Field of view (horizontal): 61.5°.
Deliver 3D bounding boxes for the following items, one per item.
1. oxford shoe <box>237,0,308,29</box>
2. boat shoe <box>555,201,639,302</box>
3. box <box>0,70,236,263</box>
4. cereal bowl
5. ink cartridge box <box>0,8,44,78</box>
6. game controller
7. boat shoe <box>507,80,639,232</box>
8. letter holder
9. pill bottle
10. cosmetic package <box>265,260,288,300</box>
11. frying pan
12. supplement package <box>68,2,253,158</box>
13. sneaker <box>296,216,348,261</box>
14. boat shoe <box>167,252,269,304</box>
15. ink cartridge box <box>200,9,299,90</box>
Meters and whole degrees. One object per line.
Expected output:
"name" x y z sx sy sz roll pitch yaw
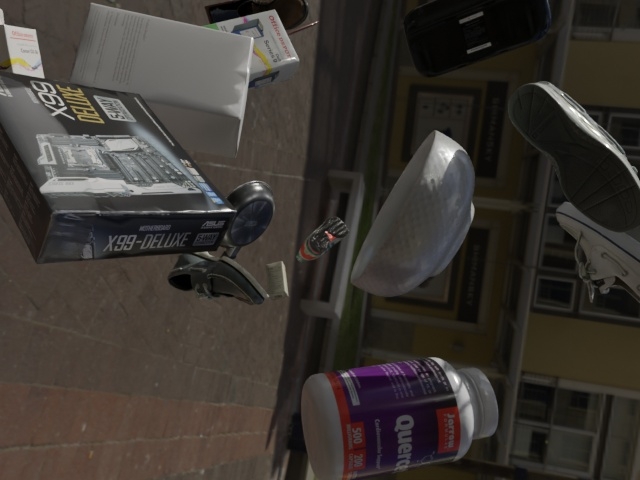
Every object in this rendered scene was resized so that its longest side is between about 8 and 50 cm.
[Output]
"oxford shoe" -0.132 -0.606 1.436 0.096 0.227 0.083 -21 114 -50
"boat shoe" 0.640 0.068 1.192 0.156 0.367 0.135 -50 144 12
"box" -0.295 -0.103 0.712 0.242 0.307 0.077 -3 132 -49
"cereal bowl" 0.196 -0.034 1.046 0.339 0.141 0.339 -63 -179 2
"ink cartridge box" -0.601 -0.351 1.045 0.115 0.067 0.198 -89 175 -73
"game controller" 0.351 -0.496 1.234 0.167 0.318 0.067 68 29 -18
"boat shoe" 0.474 -0.160 0.973 0.103 0.320 0.118 -27 164 -38
"letter holder" -0.174 -0.721 1.725 0.302 0.214 0.152 -40 125 -40
"pill bottle" 0.136 0.307 0.945 0.181 0.322 0.182 175 -90 -77
"cosmetic package" -0.141 0.130 1.736 0.041 0.060 0.115 67 13 -56
"frying pan" -0.226 -0.007 1.347 0.326 0.053 0.197 -52 152 0
"supplement package" -0.287 -0.290 1.017 0.175 0.292 0.178 126 -28 -70
"sneaker" 0.000 0.000 1.202 0.075 0.057 0.161 -38 -179 36
"boat shoe" -0.227 0.095 1.152 0.099 0.319 0.116 -48 127 -22
"ink cartridge box" -0.182 -0.460 1.328 0.155 0.212 0.093 66 -24 4
